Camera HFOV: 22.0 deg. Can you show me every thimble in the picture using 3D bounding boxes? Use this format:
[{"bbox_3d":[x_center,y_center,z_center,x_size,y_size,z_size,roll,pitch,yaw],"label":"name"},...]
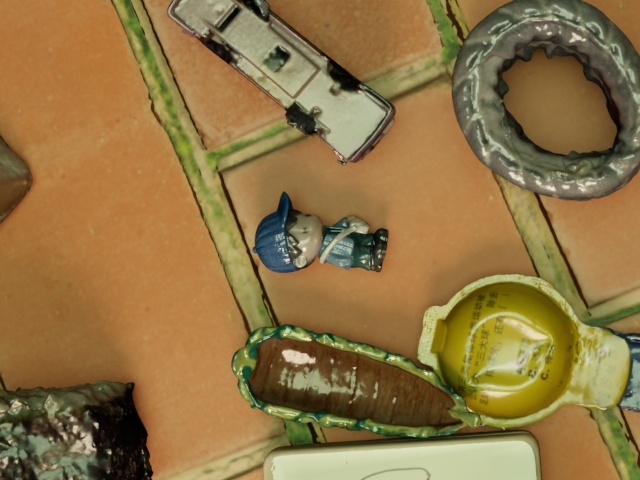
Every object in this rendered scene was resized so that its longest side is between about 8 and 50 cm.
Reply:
[{"bbox_3d":[0.260,-0.152,1.793,0.236,0.172,0.205,29,96,9],"label":"thimble"}]

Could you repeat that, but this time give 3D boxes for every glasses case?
[{"bbox_3d":[0.094,0.289,1.856,0.313,0.070,0.131,-4,89,8],"label":"glasses case"}]

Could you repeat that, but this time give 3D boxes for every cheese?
[{"bbox_3d":[0.245,0.130,1.839,0.270,0.069,0.177,10,91,6],"label":"cheese"}]

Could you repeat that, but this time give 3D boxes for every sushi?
[{"bbox_3d":[-0.369,0.253,1.858,0.343,0.196,0.182,-7,81,7],"label":"sushi"}]

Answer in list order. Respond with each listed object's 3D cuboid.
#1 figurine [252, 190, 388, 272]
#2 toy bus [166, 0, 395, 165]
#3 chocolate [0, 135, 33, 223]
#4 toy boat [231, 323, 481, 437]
[{"bbox_3d":[0.000,0.000,1.877,0.149,0.086,0.087,11,131,-4],"label":"figurine"},{"bbox_3d":[-0.043,-0.197,1.859,0.274,0.112,0.090,40,95,6],"label":"toy bus"},{"bbox_3d":[-0.495,-0.123,1.931,0.185,0.100,0.303,-42,81,8],"label":"chocolate"},{"bbox_3d":[0.047,0.168,1.854,0.293,0.099,0.108,12,93,15],"label":"toy boat"}]
